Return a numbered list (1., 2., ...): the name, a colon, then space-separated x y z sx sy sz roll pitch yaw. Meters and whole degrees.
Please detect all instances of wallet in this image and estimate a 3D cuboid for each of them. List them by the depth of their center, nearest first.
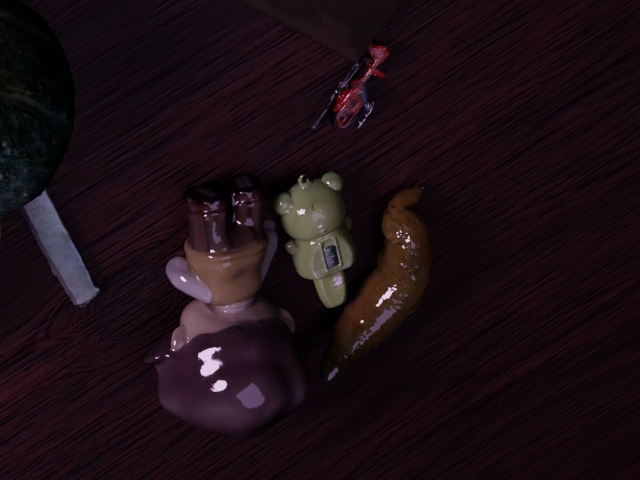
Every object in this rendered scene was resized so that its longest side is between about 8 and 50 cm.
1. wallet: -0.025 -0.346 1.876 0.309 0.042 0.165 22 110 -36

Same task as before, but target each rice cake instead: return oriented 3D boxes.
1. rice cake: -0.342 0.003 1.943 0.043 0.034 0.211 -34 131 -16

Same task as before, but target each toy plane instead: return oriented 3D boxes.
1. toy plane: 0.047 -0.201 2.017 0.060 0.037 0.145 26 111 -27

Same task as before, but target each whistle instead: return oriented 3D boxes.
1. whistle: 0.000 0.000 2.093 0.105 0.085 0.227 -24 128 -12

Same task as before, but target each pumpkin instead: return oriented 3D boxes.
1. pumpkin: -0.389 -0.152 1.617 0.263 0.293 0.197 30 142 -31

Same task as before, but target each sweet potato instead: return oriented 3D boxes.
1. sweet potato: 0.098 0.069 2.186 0.124 0.098 0.310 15 106 -46

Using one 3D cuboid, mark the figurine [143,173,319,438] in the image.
1. figurine: -0.138 0.097 2.057 0.218 0.206 0.365 -22 106 -42
